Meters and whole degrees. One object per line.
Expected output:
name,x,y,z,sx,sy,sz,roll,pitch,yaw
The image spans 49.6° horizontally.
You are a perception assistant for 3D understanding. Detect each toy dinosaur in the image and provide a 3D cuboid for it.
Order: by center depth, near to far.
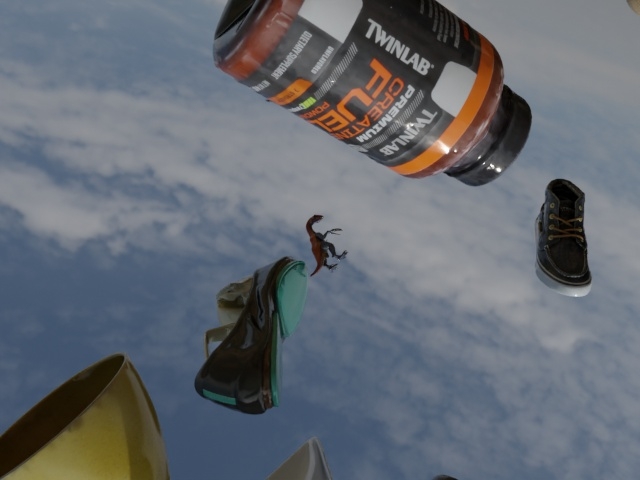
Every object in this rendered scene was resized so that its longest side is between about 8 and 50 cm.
toy dinosaur,0.000,0.000,0.916,0.082,0.047,0.090,45,-149,24

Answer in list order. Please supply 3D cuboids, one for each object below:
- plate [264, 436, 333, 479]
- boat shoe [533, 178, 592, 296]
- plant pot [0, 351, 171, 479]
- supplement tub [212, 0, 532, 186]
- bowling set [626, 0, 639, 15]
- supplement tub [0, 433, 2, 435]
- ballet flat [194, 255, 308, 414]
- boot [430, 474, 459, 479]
plate,-0.072,0.353,0.697,0.045,0.277,0.278,49,176,-11
boat shoe,0.307,-0.009,0.881,0.065,0.083,0.183,5,-149,4
plant pot,-0.161,0.158,0.484,0.095,0.134,0.134,55,-156,-13
supplement tub,0.040,-0.107,0.435,0.198,0.106,0.106,26,-156,-25
bowling set,0.345,-0.296,0.614,0.287,0.200,0.154,22,-124,-22
supplement tub,-0.416,0.467,1.005,0.241,0.331,0.241,-19,-164,6
ballet flat,-0.075,0.088,0.769,0.096,0.095,0.280,-1,-160,7
boot,0.093,0.306,0.435,0.264,0.096,0.280,25,-133,34
